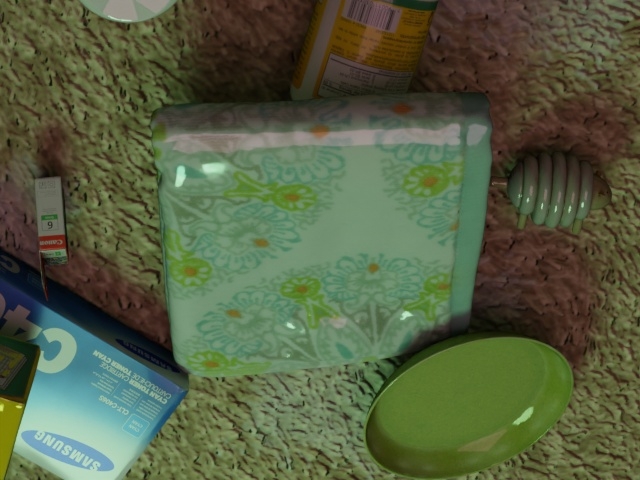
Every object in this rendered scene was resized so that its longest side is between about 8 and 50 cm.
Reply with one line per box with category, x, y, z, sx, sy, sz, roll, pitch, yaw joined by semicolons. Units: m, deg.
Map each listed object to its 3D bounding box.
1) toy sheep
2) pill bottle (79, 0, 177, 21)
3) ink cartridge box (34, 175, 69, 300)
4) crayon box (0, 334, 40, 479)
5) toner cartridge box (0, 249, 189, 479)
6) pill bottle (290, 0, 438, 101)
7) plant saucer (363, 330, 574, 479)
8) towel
toy sheep;0.243;-0.053;1.771;0.132;0.091;0.091;3;111;-3
pill bottle;-0.180;-0.272;1.551;0.121;0.216;0.121;-3;111;-7
ink cartridge box;-0.271;-0.002;1.699;0.029;0.063;0.115;-6;77;-7
crayon box;-0.496;0.199;1.693;0.362;0.106;0.313;16;126;-8
toner cartridge box;-0.326;0.118;1.760;0.347;0.075;0.165;32;106;-18
pill bottle;0.037;-0.177;1.673;0.117;0.117;0.208;13;109;-13
plant saucer;0.158;0.174;1.831;0.241;0.037;0.241;-11;137;-10
towel;0.000;0.000;1.675;0.320;0.090;0.374;-5;140;-6
